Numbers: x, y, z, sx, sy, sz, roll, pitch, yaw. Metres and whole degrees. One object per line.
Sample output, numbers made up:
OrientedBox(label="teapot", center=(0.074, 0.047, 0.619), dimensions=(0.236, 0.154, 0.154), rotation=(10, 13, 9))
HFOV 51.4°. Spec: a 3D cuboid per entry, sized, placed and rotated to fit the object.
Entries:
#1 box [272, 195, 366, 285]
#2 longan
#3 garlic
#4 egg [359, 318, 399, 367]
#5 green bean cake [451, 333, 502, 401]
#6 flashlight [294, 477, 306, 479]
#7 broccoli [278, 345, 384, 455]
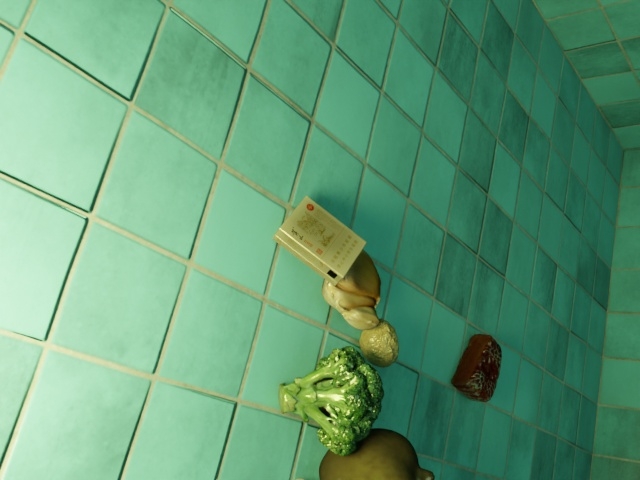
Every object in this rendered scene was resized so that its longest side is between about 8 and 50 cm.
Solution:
OrientedBox(label="box", center=(0.000, 0.000, 1.669), dimensions=(0.201, 0.058, 0.141), rotation=(37, 54, -3))
OrientedBox(label="longan", center=(0.144, 0.623, 1.732), dimensions=(0.300, 0.300, 0.243), rotation=(-30, 134, -46))
OrientedBox(label="garlic", center=(0.073, 0.116, 1.795), dimensions=(0.228, 0.110, 0.217), rotation=(39, 50, -43))
OrientedBox(label="egg", center=(0.170, 0.292, 1.890), dimensions=(0.116, 0.118, 0.140), rotation=(-18, 90, -43))
OrientedBox(label="green bean cake", center=(0.564, 0.446, 2.363), dimensions=(0.198, 0.097, 0.232), rotation=(46, 56, -38))
OrientedBox(label="flashlight", center=(-0.072, 0.690, 1.644), dimensions=(0.093, 0.048, 0.200), rotation=(47, 56, -40))
OrientedBox(label="broccoli", center=(0.030, 0.398, 1.656), dimensions=(0.270, 0.270, 0.269), rotation=(4, 85, -20))
